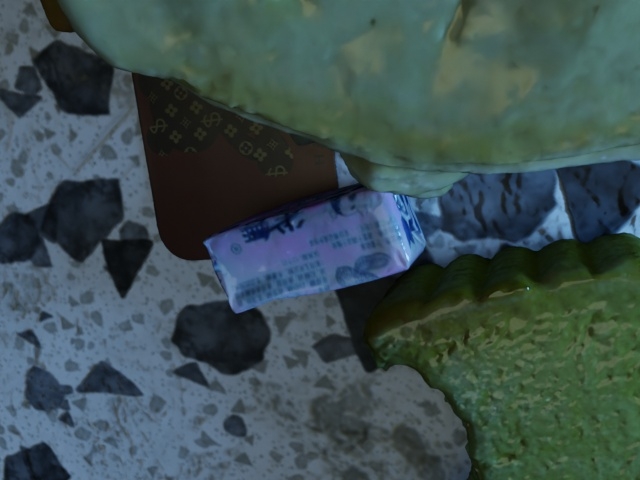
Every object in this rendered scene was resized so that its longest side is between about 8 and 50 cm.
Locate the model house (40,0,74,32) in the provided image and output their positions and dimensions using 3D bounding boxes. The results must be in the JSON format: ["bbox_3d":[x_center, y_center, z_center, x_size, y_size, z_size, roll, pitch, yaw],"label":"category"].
[{"bbox_3d":[-0.197,-0.292,0.502,0.271,0.190,0.301,23,116,28],"label":"model house"}]

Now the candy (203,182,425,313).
[{"bbox_3d":[0.000,0.000,0.596,0.160,0.092,0.073,-16,95,21],"label":"candy"}]

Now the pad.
[{"bbox_3d":[-0.078,-0.113,0.639,0.181,0.004,0.267,-3,103,16],"label":"pad"}]

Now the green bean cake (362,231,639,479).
[{"bbox_3d":[0.166,0.124,0.569,0.233,0.124,0.236,-13,101,18],"label":"green bean cake"}]

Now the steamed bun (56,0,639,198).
[{"bbox_3d":[0.069,-0.128,0.471,0.428,0.189,0.247,1,120,5],"label":"steamed bun"}]
